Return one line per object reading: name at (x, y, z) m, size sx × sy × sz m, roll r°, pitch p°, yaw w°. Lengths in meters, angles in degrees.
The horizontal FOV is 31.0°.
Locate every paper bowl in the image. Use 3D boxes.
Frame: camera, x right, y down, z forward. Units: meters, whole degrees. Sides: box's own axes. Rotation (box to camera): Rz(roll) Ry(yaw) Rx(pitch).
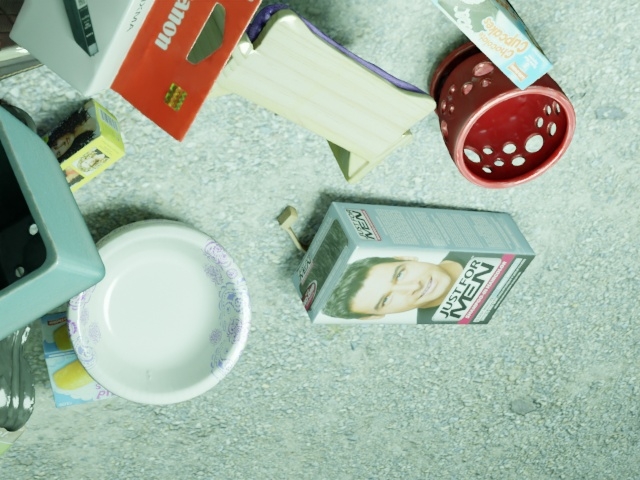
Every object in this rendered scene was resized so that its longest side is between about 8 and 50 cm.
paper bowl at (-0.258, 0.108, 1.831) m, size 0.284 × 0.148 × 0.284 m, roll -2°, pitch 97°, yaw -12°

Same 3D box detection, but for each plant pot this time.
plant pot at (-0.423, 0.003, 1.526) m, size 0.248 × 0.247 × 0.252 m, roll -30°, pitch 162°, yaw 11°
plant pot at (0.266, -0.203, 1.742) m, size 0.191 × 0.174 × 0.191 m, roll -10°, pitch 137°, yaw -10°

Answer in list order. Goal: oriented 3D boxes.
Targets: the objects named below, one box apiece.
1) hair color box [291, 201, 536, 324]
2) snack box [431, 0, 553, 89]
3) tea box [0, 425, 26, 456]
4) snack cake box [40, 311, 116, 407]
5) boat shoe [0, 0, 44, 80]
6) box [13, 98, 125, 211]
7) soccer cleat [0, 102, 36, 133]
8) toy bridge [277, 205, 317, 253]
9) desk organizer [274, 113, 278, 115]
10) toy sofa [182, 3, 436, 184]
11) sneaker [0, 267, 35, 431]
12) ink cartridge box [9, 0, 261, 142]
hair color box at (0.160, 0.045, 1.974) m, size 0.374 × 0.113 × 0.185 m, roll 3°, pitch 133°, yaw -31°
snack box at (0.178, -0.352, 1.549) m, size 0.060 × 0.187 × 0.322 m, roll -38°, pitch 134°, yaw 19°
tea box at (-0.699, 0.267, 1.833) m, size 0.329 × 0.220 × 0.323 m, roll 28°, pitch 120°, yaw -39°
snack cake box at (-0.336, 0.188, 1.982) m, size 0.264 × 0.089 × 0.152 m, roll -9°, pitch 135°, yaw -11°
boat shoe at (-0.509, -0.228, 1.487) m, size 0.355 × 0.132 × 0.130 m, roll -7°, pitch 146°, yaw -1°
box at (-0.393, -0.101, 1.671) m, size 0.232 × 0.087 × 0.058 m, roll -35°, pitch 137°, yaw 14°
soccer cleat at (-0.546, -0.099, 1.622) m, size 0.318 × 0.108 × 0.116 m, roll -25°, pitch 166°, yaw -6°
toy bridge at (0.000, 0.000, 1.959) m, size 0.188 × 0.026 × 0.063 m, roll 24°, pitch 122°, yaw -37°
desk organizer at (-0.010, -0.224, 1.710) m, size 0.130 × 0.050 × 0.047 m, roll -8°, pitch 137°, yaw -13°
toy sofa at (-0.024, -0.225, 1.515) m, size 0.177 × 0.150 × 0.362 m, roll -42°, pitch 143°, yaw 23°
sneaker at (-0.506, 0.145, 1.741) m, size 0.130 × 0.286 × 0.109 m, roll 6°, pitch 159°, yaw -43°
ink cartridge box at (-0.206, -0.280, 1.331) m, size 0.275 × 0.239 × 0.060 m, roll -57°, pitch 170°, yaw 26°
